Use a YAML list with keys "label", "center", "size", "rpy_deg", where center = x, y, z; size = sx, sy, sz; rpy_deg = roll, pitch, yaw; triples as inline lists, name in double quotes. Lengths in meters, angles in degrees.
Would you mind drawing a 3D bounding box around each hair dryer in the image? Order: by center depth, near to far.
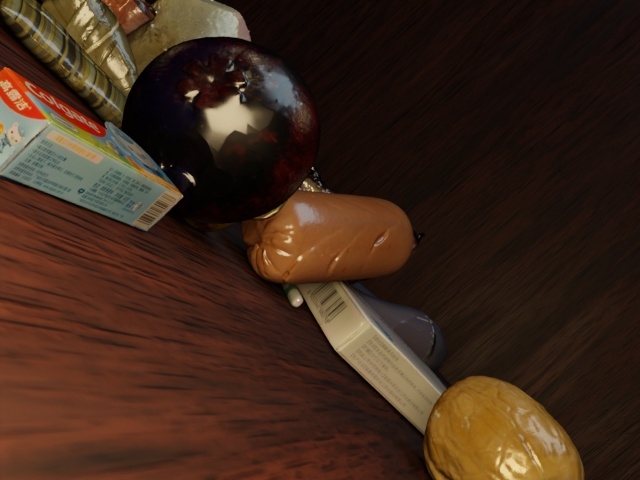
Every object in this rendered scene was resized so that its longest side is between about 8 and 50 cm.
- label: "hair dryer"
  center: [0.062, 0.111, 1.407]
  size: [0.301, 0.121, 0.361]
  rpy_deg: [34, 3, -43]

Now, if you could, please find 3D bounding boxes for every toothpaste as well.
- label: "toothpaste"
  center: [-0.166, -0.060, 0.503]
  size: [0.070, 0.044, 0.193]
  rpy_deg: [47, 2, 15]

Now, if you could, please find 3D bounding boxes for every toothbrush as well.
- label: "toothbrush"
  center: [-0.058, 0.039, 1.050]
  size: [0.024, 0.018, 0.257]
  rpy_deg: [44, 4, -23]

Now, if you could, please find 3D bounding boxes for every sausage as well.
- label: "sausage"
  center: [0.014, -0.004, 0.986]
  size: [0.121, 0.121, 0.304]
  rpy_deg: [50, 26, 25]

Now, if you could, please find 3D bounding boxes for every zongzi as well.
- label: "zongzi"
  center: [-0.272, -0.233, 0.946]
  size: [0.178, 0.081, 0.189]
  rpy_deg: [56, -1, -14]

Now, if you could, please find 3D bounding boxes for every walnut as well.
- label: "walnut"
  center: [0.205, 0.250, 0.830]
  size: [0.165, 0.165, 0.197]
  rpy_deg: [46, -4, -39]

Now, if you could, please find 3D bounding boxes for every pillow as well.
- label: "pillow"
  center: [-0.262, -0.185, 0.783]
  size: [0.203, 0.038, 0.113]
  rpy_deg: [47, 3, -38]

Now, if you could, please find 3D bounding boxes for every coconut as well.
- label: "coconut"
  center: [-0.221, -0.309, 1.247]
  size: [0.227, 0.227, 0.230]
  rpy_deg: [48, -3, -9]

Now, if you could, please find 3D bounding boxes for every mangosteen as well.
- label: "mangosteen"
  center: [-0.099, -0.094, 0.742]
  size: [0.194, 0.194, 0.230]
  rpy_deg: [49, -23, 20]

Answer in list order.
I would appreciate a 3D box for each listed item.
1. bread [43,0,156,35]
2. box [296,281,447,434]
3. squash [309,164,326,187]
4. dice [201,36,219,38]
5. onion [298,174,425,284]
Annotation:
- label: "bread"
  center: [-0.373, -0.395, 1.099]
  size: [0.244, 0.123, 0.190]
  rpy_deg: [48, 1, -18]
- label: "box"
  center: [0.110, 0.189, 1.102]
  size: [0.343, 0.065, 0.200]
  rpy_deg: [47, 3, -31]
- label: "squash"
  center: [-0.070, -0.105, 1.499]
  size: [0.193, 0.156, 0.193]
  rpy_deg: [35, -16, 11]
- label: "dice"
  center: [-0.138, -0.167, 1.027]
  size: [0.179, 0.175, 0.174]
  rpy_deg: [50, 4, 11]
- label: "onion"
  center: [0.000, 0.000, 1.248]
  size: [0.314, 0.146, 0.280]
  rpy_deg: [21, -15, -3]
